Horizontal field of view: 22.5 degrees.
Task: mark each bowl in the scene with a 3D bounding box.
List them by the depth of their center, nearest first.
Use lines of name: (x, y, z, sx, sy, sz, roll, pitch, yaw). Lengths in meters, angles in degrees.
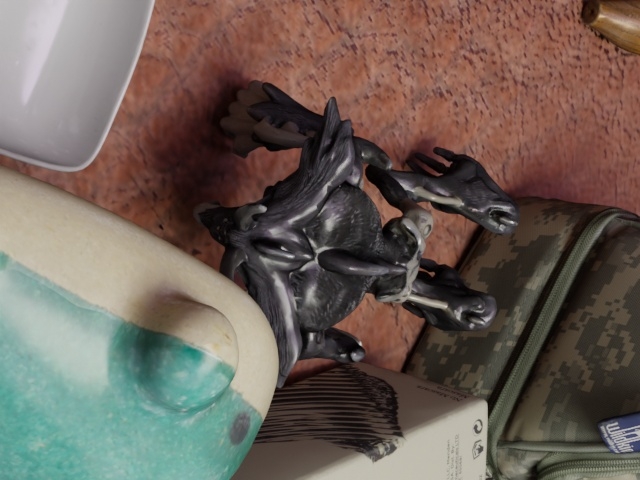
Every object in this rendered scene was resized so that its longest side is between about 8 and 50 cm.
bowl: (-0.159, -0.117, 0.802, 0.142, 0.053, 0.142, 23, 84, -42)

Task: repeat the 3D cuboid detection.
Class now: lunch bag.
lunch bag: (0.238, 0.125, 1.060, 0.305, 0.256, 0.213, 42, 71, -37)

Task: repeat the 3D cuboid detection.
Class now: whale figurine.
whale figurine: (-0.136, 0.048, 0.697, 0.272, 0.216, 0.141, 46, 63, -57)

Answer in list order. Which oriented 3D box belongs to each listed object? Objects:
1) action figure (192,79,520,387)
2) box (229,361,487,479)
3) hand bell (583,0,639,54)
action figure: (0.000, 0.000, 0.910, 0.275, 0.141, 0.164, 4, 98, -57)
box: (-0.026, 0.152, 0.904, 0.275, 0.113, 0.094, -15, 112, -50)
hand bell: (0.291, -0.141, 1.175, 0.242, 0.126, 0.126, 12, 91, -30)
